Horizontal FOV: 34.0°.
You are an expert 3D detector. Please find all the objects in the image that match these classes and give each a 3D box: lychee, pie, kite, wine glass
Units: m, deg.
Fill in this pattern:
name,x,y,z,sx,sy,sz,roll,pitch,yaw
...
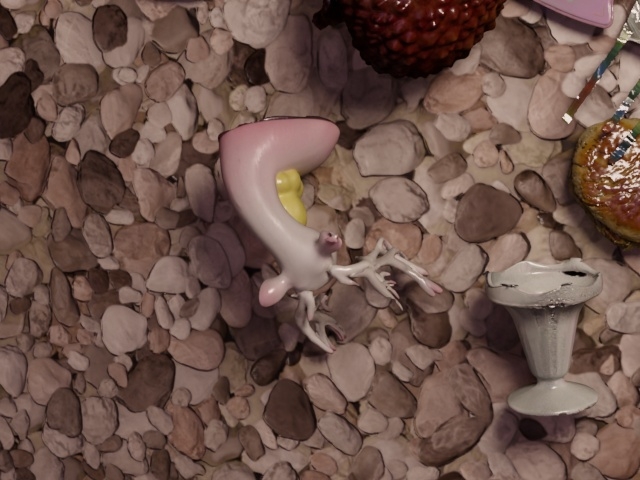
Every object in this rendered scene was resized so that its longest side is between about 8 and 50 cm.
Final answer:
name,x,y,z,sx,sy,sz,roll,pitch,yaw
lychee,0.117,-0.350,1.401,0.300,0.264,0.264,-24,90,21
pie,0.431,-0.081,1.445,0.193,0.079,0.163,45,102,8
kite,0.450,-0.259,1.413,0.169,0.015,0.310,44,91,7
wine glass,0.319,0.133,1.472,0.164,0.165,0.197,-3,105,16

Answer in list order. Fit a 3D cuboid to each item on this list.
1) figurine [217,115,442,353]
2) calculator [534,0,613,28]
name,x,y,z,sx,sy,sz,roll,pitch,yaw
figurine,0.009,-0.006,1.513,0.206,0.284,0.316,-24,66,27
calculator,0.321,-0.433,1.449,0.294,0.043,0.194,37,107,12
